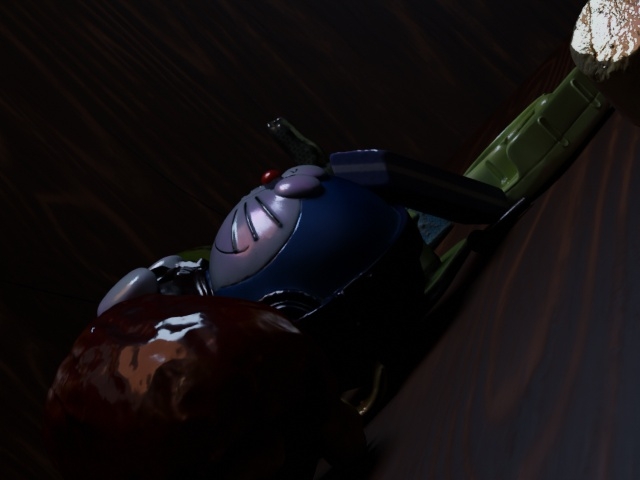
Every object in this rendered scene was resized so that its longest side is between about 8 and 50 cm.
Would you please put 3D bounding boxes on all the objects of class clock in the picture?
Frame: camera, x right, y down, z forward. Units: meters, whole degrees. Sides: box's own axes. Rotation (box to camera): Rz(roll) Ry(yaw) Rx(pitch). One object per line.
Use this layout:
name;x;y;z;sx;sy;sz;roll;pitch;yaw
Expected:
clock;0.228;-0.093;1.739;0.170;0.069;0.232;-48;2;-36

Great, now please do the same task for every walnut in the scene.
walnut;-0.101;0.140;1.285;0.244;0.221;0.269;-15;25;-38

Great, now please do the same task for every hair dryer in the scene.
hair dryer;0.197;-0.017;1.621;0.083;0.026;0.047;-39;4;-2

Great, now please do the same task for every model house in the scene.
model house;0.000;0.000;1.765;0.218;0.278;0.205;-44;1;28

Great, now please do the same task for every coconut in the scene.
coconut;0.279;-0.154;1.235;0.116;0.122;0.116;-25;48;32

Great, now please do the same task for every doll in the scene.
doll;-0.040;0.057;1.526;0.310;0.240;0.284;-31;15;10

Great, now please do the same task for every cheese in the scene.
cheese;0.031;0.151;1.403;0.084;0.041;0.060;-31;8;-4

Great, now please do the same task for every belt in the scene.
belt;0.110;0.006;2.178;0.163;0.082;0.147;-46;-2;-5

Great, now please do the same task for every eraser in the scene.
eraser;0.111;-0.055;1.616;0.082;0.225;0.036;-2;78;45

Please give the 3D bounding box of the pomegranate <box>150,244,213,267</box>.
pomegranate;-0.141;0.152;1.961;0.291;0.291;0.323;-47;-7;-26
